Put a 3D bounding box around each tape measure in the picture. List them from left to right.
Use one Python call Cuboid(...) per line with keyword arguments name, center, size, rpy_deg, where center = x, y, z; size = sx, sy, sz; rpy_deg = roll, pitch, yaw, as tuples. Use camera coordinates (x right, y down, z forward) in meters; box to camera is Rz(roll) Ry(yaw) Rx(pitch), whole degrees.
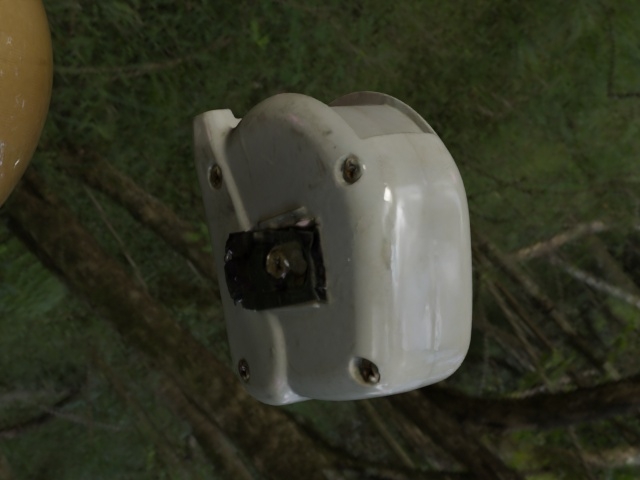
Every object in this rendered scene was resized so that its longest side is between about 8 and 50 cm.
Cuboid(name="tape measure", center=(0.000, 0.000, 0.850), size=(0.130, 0.258, 0.265), rpy_deg=(-6, 175, -35))

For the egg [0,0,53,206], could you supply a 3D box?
Cuboid(name="egg", center=(-0.388, -0.120, 0.865), size=(0.374, 0.301, 0.301), rpy_deg=(-60, 153, 3))
